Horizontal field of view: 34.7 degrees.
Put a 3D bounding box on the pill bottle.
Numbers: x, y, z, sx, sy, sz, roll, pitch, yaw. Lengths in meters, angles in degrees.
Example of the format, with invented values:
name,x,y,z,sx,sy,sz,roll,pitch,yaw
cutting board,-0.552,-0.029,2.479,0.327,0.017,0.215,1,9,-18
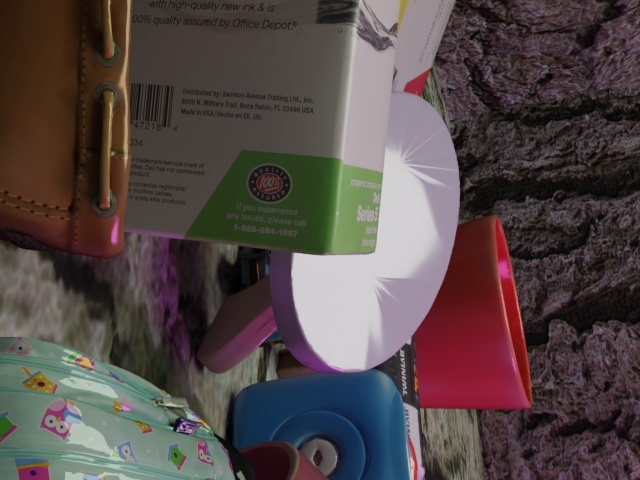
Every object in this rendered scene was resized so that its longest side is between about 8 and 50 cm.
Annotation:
name,x,y,z,sx,sy,sz,roll,pitch,yaw
pill bottle,0.053,0.168,1.228,0.130,0.130,0.246,60,24,-54

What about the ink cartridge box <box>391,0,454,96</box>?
name,x,y,z,sx,sy,sz,roll,pitch,yaw
ink cartridge box,0.019,-0.268,1.138,0.279,0.160,0.384,-69,161,-4

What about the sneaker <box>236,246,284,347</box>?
name,x,y,z,sx,sy,sz,roll,pitch,yaw
sneaker,-0.024,0.002,1.096,0.262,0.104,0.125,-70,145,-65

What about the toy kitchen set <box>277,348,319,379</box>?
name,x,y,z,sx,sy,sz,roll,pitch,yaw
toy kitchen set,-0.010,0.100,1.118,0.068,0.083,0.075,-82,157,-52

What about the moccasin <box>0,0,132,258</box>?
name,x,y,z,sx,sy,sz,roll,pitch,yaw
moccasin,-0.110,-0.180,0.560,0.139,0.146,0.380,136,-34,-72

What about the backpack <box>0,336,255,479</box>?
name,x,y,z,sx,sy,sz,roll,pitch,yaw
backpack,-0.133,0.123,0.521,0.182,0.152,0.115,39,36,-52

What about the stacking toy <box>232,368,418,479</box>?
name,x,y,z,sx,sy,sz,roll,pitch,yaw
stacking toy,0.025,0.262,1.025,0.302,0.165,0.175,69,15,-59

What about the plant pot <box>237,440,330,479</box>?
name,x,y,z,sx,sy,sz,roll,pitch,yaw
plant pot,-0.027,0.257,0.754,0.180,0.201,0.201,58,20,-15

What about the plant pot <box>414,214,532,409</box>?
name,x,y,z,sx,sy,sz,roll,pitch,yaw
plant pot,0.148,0.114,1.416,0.275,0.243,0.275,-10,90,-76

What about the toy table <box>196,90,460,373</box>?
name,x,y,z,sx,sy,sz,roll,pitch,yaw
toy table,0.000,0.000,0.915,0.252,0.160,0.274,56,48,-21

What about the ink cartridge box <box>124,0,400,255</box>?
name,x,y,z,sx,sy,sz,roll,pitch,yaw
ink cartridge box,-0.053,-0.134,0.721,0.115,0.198,0.273,1,95,-71
